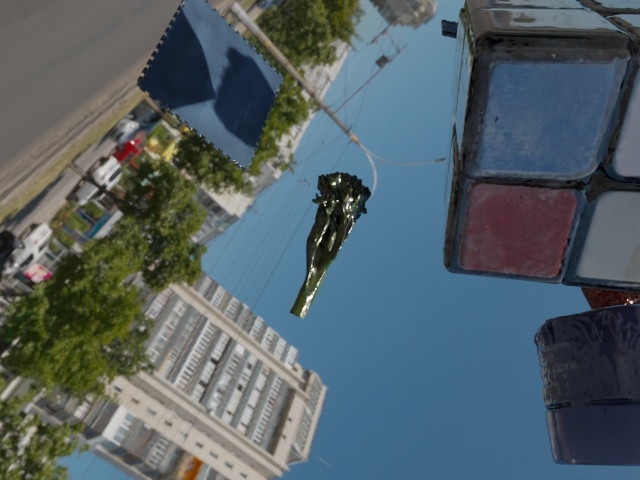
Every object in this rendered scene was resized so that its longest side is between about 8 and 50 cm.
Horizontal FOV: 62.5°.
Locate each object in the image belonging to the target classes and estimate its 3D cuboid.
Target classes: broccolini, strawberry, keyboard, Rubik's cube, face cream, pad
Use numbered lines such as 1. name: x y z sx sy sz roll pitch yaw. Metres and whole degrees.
1. broccolini: 0.016 0.006 0.683 0.068 0.091 0.203 5 -106 28
2. strawberry: 0.588 0.099 1.048 0.085 0.140 0.193 -38 -139 48
3. keyboard: 0.357 -0.445 1.146 0.060 0.195 0.018 23 86 -74
4. Rubik's cube: 0.335 -0.147 0.718 0.315 0.314 0.318 6 -146 10
5. face cream: 0.476 0.230 0.820 0.249 0.248 0.225 -24 -124 45
6. pad: -0.195 -0.308 1.018 0.012 0.269 0.270 -11 -129 41
